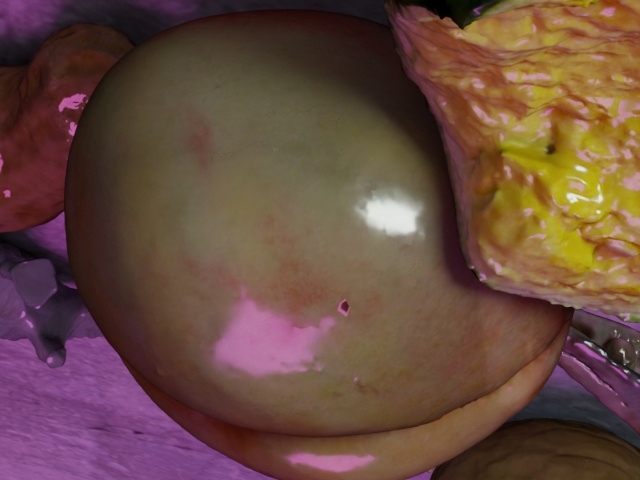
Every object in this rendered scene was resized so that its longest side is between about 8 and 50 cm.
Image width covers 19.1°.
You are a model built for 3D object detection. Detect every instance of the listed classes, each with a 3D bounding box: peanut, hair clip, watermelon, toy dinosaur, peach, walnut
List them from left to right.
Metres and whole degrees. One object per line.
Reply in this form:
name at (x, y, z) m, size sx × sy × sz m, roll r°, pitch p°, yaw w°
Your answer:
toy dinosaur at (-0.270, 0.029, 1.405) m, size 0.392 × 0.092 × 0.205 m, roll 16°, pitch -177°, yaw -10°
peanut at (-0.175, -0.069, 1.188) m, size 0.108 × 0.095 × 0.226 m, roll 25°, pitch 151°, yaw -28°
peach at (0.000, 0.000, 1.056) m, size 0.292 × 0.247 × 0.292 m, roll 8°, pitch 150°, yaw 5°
hair clip at (0.115, 0.034, 1.274) m, size 0.300 × 0.069 × 0.173 m, roll 30°, pitch 147°, yaw -6°
walnut at (0.179, 0.245, 1.515) m, size 0.228 × 0.228 × 0.228 m, roll 11°, pitch 154°, yaw 6°
watermelon at (0.182, -0.107, 0.842) m, size 0.330 × 0.189 × 0.331 m, roll -3°, pitch 156°, yaw -1°
